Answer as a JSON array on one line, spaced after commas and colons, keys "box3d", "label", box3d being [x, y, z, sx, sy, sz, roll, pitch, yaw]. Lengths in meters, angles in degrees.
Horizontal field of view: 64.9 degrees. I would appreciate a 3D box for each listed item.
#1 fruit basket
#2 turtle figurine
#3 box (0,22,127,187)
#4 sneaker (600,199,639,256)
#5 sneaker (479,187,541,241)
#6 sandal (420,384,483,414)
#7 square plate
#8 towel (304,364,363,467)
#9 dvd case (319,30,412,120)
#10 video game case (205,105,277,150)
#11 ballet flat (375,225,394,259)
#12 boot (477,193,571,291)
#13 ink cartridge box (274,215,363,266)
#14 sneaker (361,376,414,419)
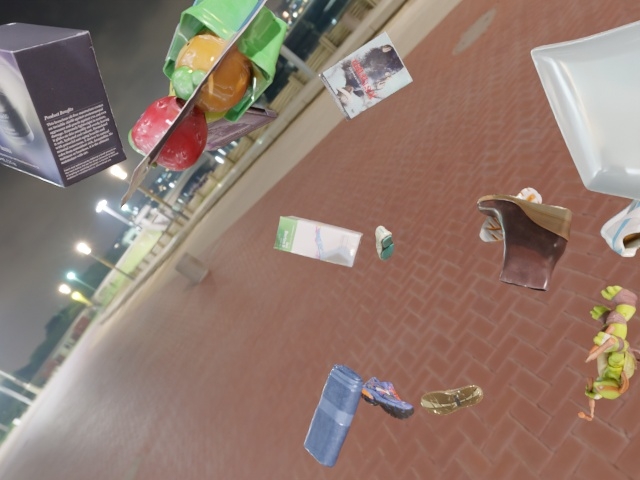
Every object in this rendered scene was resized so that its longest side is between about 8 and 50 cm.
[{"box3d": [-0.214, -0.221, 0.791, 0.353, 0.165, 0.327, -55, 17, -18], "label": "fruit basket"}, {"box3d": [0.521, 0.191, 0.893, 0.087, 0.269, 0.217, 7, 50, 29], "label": "turtle figurine"}, {"box3d": [-0.634, -0.311, 1.128, 0.297, 0.293, 0.183, 18, 39, 29], "label": "box"}, {"box3d": [0.764, -0.060, 1.161, 0.092, 0.088, 0.228, -93, 25, -51], "label": "sneaker"}, {"box3d": [0.517, -0.058, 1.385, 0.215, 0.084, 0.083, -34, -11, -18], "label": "sneaker"}, {"box3d": [0.390, 0.468, 1.492, 0.180, 0.072, 0.049, -18, -5, 11], "label": "sandal"}, {"box3d": [0.561, -0.228, 0.936, 0.049, 0.343, 0.347, -31, 15, 0], "label": "square plate"}, {"box3d": [0.020, 0.228, 0.659, 0.067, 0.029, 0.119, 15, 83, 64], "label": "towel"}, {"box3d": [0.070, -0.253, 0.782, 0.120, 0.087, 0.013, -27, 22, 21], "label": "dvd case"}, {"box3d": [-0.232, -0.265, 1.191, 0.196, 0.026, 0.274, -23, 4, 17], "label": "video game case"}, {"box3d": [0.194, 0.005, 1.542, 0.057, 0.052, 0.168, -33, -26, -11], "label": "ballet flat"}, {"box3d": [0.473, 0.001, 1.241, 0.249, 0.090, 0.206, 18, 85, 45], "label": "boot"}, {"box3d": [0.000, 0.000, 1.348, 0.154, 0.213, 0.093, -21, -57, -82], "label": "ink cartridge box"}, {"box3d": [0.214, 0.496, 1.614, 0.221, 0.083, 0.087, 14, 55, 49], "label": "sneaker"}]
